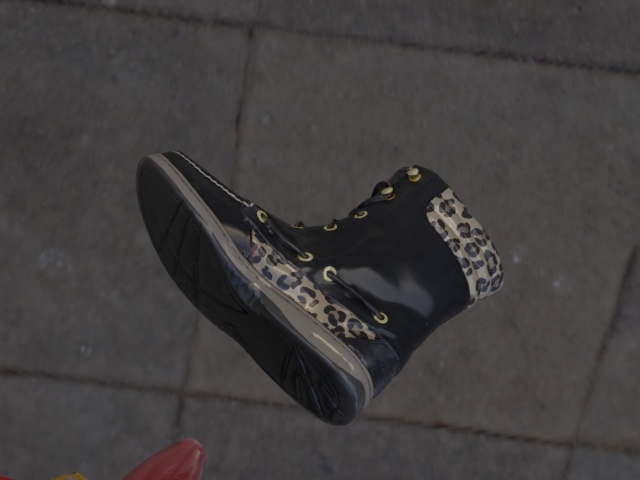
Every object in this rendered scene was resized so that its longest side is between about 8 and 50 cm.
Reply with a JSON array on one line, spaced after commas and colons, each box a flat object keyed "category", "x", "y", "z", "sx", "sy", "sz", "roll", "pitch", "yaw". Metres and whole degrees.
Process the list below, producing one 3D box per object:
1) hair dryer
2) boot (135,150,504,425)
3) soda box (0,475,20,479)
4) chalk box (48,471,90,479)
[{"category": "hair dryer", "x": -0.214, "y": 0.304, "z": 1.407, "sx": 0.080, "sy": 0.223, "sz": 0.293, "roll": 44, "pitch": 69, "yaw": -5}, {"category": "boot", "x": 0.000, "y": 0.000, "z": 1.616, "sx": 0.377, "sy": 0.284, "sz": 0.138, "roll": 44, "pitch": 145, "yaw": 22}, {"category": "soda box", "x": -0.188, "y": 0.263, "z": 1.151, "sx": 0.263, "sy": 0.083, "sz": 0.092, "roll": 23, "pitch": 117, "yaw": -41}, {"category": "chalk box", "x": -0.368, "y": 0.457, "z": 2.052, "sx": 0.132, "sy": 0.132, "sz": 0.213, "roll": 31, "pitch": 90, "yaw": 8}]
